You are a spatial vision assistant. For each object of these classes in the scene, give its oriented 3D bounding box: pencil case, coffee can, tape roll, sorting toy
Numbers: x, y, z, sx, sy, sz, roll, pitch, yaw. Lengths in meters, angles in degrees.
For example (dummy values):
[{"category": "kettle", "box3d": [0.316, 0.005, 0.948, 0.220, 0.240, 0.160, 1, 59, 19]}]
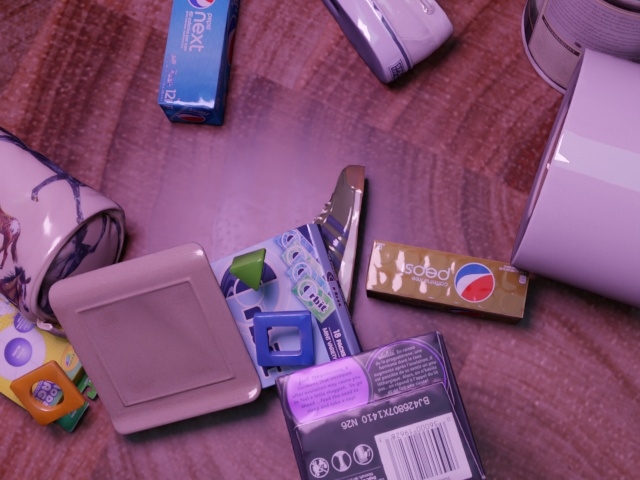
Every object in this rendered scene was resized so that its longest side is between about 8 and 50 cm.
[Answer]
[{"category": "pencil case", "box3d": [-0.424, -0.058, 1.159, 0.410, 0.160, 0.183, 32, 93, 10]}, {"category": "coffee can", "box3d": [0.338, -0.288, 1.090, 0.202, 0.275, 0.201, -1, 78, 4]}, {"category": "tape roll", "box3d": [0.321, -0.060, 1.060, 0.169, 0.246, 0.246, 20, 80, 8]}, {"category": "sorting toy", "box3d": [-0.179, 0.106, 1.091, 0.348, 0.047, 0.196, -16, 112, 9]}]

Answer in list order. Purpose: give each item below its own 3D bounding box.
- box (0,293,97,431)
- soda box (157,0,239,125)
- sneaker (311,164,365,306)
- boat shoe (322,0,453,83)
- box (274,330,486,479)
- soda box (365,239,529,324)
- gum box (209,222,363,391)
[{"category": "box", "box3d": [-0.342, 0.138, 1.171, 0.179, 0.043, 0.105, 31, 82, 8]}, {"category": "soda box", "box3d": [-0.146, -0.253, 1.225, 0.071, 0.067, 0.210, 6, 79, 5]}, {"category": "sneaker", "box3d": [0.000, 0.000, 1.161, 0.086, 0.064, 0.192, 8, 82, 1]}, {"category": "boat shoe", "box3d": [0.045, -0.381, 1.205, 0.156, 0.136, 0.367, -33, 81, -3]}, {"category": "box", "box3d": [0.060, 0.195, 1.010, 0.165, 0.270, 0.143, -16, 77, 1]}, {"category": "soda box", "box3d": [0.145, 0.048, 1.144, 0.181, 0.058, 0.061, 10, 79, 7]}, {"category": "gum box", "box3d": [-0.062, 0.085, 1.124, 0.184, 0.041, 0.157, -21, 82, 20]}]
